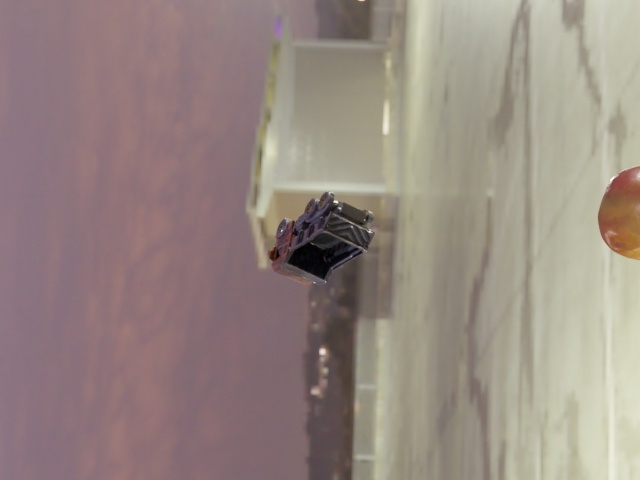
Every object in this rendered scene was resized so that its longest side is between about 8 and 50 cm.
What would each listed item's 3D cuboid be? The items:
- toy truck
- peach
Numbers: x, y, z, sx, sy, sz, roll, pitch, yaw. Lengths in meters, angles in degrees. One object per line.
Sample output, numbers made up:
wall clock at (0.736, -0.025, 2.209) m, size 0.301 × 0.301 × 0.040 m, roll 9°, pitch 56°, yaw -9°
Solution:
toy truck at (0.000, 0.000, 1.718) m, size 0.192 × 0.083 × 0.092 m, roll -31°, pitch 39°, yaw 54°
peach at (0.331, -0.026, 1.187) m, size 0.101 × 0.100 × 0.101 m, roll 2°, pitch -90°, yaw -88°
